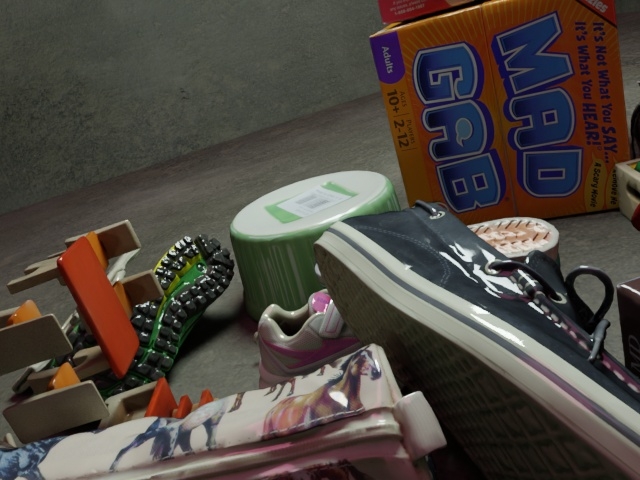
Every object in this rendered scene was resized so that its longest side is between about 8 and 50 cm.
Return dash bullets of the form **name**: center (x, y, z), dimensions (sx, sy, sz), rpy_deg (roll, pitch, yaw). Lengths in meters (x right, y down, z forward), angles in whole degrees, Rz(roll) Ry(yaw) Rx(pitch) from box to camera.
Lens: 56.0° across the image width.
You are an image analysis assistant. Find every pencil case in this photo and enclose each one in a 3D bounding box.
- **pencil case**: center (-0.101, 0.204, 0.496), dimensions (0.410, 0.160, 0.183), rpy_deg (-15, -19, 5)

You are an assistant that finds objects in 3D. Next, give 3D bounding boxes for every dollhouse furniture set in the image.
- **dollhouse furniture set**: center (-0.227, 0.121, 0.686), dimensions (0.135, 0.259, 0.262), rpy_deg (-18, 21, 5)

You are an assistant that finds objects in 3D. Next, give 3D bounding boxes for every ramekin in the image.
- **ramekin**: center (0.000, 0.000, 0.980), dimensions (0.303, 0.148, 0.303), rpy_deg (-15, 20, 6)

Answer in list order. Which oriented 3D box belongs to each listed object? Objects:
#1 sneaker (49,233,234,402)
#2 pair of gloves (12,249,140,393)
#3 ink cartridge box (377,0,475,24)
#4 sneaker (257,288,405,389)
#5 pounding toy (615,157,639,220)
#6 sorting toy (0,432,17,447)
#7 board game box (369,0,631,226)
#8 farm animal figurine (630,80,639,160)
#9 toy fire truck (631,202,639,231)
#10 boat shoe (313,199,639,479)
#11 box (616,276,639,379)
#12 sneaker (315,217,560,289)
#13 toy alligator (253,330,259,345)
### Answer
- **sneaker**: center (-0.261, 0.142, 0.904), dimensions (0.343, 0.134, 0.146), rpy_deg (-47, -1, -42)
- **pair of gloves**: center (-0.382, 0.126, 0.977), dimensions (0.240, 0.042, 0.204), rpy_deg (-45, 15, 19)
- **ink cartridge box**: center (0.178, -0.516, 0.919), dimensions (0.226, 0.306, 0.131), rpy_deg (-6, 23, 30)
- **sneaker**: center (0.031, 0.113, 0.717), dimensions (0.252, 0.111, 0.103), rpy_deg (-13, 21, 10)
- **pounding toy**: center (0.549, -0.075, 0.827), dimensions (0.206, 0.094, 0.181), rpy_deg (-14, 20, 9)
- **sorting toy**: center (-0.441, 0.303, 0.686), dimensions (0.196, 0.047, 0.347), rpy_deg (-28, 24, -29)
- **board game box**: center (0.333, -0.261, 1.094), dimensions (0.356, 0.357, 0.356), rpy_deg (-8, 22, 22)
- **farm animal figurine**: center (0.661, -0.237, 1.045), dimensions (0.326, 0.172, 0.330), rpy_deg (-25, 22, -20)
- **toy fire truck**: center (0.396, -0.039, 0.551), dimensions (0.253, 0.302, 0.169), rpy_deg (-9, 46, -42)
- **boat shoe**: center (0.163, 0.093, 0.493), dimensions (0.156, 0.187, 0.500), rpy_deg (-26, 32, -15)
- **box**: center (0.337, 0.114, 0.397), dimensions (0.166, 0.169, 0.203), rpy_deg (-18, 20, -2)
- **sneaker**: center (0.146, 0.055, 0.766), dimensions (0.302, 0.121, 0.108), rpy_deg (-5, 34, 16)
- **toy alligator**: center (0.002, 0.119, 0.804), dimensions (0.189, 0.056, 0.051), rpy_deg (-17, 20, -1)
